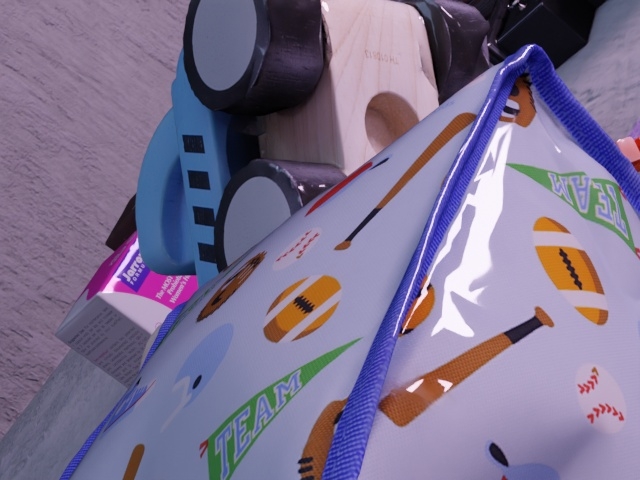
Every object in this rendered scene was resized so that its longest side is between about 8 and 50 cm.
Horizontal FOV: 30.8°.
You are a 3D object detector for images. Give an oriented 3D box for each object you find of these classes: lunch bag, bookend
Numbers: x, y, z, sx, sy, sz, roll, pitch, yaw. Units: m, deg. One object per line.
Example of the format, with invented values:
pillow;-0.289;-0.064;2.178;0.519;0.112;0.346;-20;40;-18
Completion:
lunch bag;0.009;0.148;0.543;0.328;0.239;0.385;-39;11;39
bookend;0.244;-0.249;1.138;0.156;0.072;0.157;-39;19;44

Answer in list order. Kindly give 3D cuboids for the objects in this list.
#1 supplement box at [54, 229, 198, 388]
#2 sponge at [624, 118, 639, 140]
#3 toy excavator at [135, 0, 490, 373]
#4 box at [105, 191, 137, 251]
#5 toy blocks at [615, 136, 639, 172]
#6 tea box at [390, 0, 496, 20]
supplement box;-0.142;0.103;1.201;0.114;0.220;0.111;-39;19;47
sponge;0.289;-0.135;0.769;0.210;0.031;0.117;-54;13;-10
toy excavator;-0.059;0.043;0.956;0.445;0.222;0.432;-21;74;50
box;-0.139;-0.082;1.761;0.381;0.191;0.143;-44;15;35
toy blocks;0.184;-0.024;0.632;0.148;0.123;0.054;-35;37;55
tea box;0.115;-0.430;1.393;0.220;0.323;0.329;-14;-12;-36
